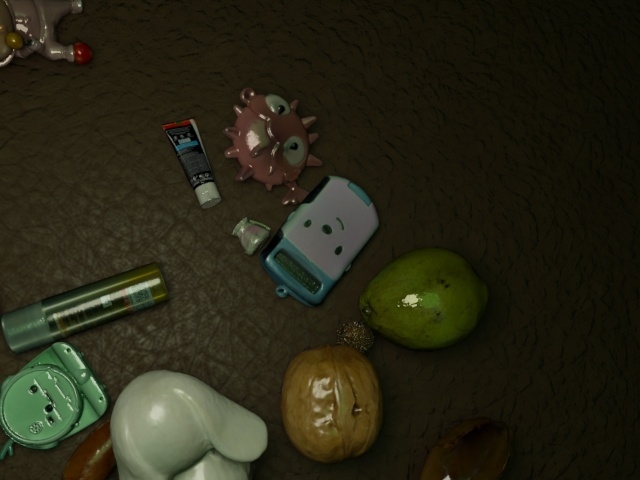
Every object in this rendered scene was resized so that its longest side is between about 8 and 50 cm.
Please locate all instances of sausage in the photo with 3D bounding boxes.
[{"bbox_3d":[-0.329,0.350,1.105,0.302,0.076,0.103,-26,87,-17],"label":"sausage"}]

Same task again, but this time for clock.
[{"bbox_3d":[-0.498,0.296,1.080,0.210,0.066,0.159,-36,89,-17],"label":"clock"}]

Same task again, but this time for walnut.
[{"bbox_3d":[0.294,0.440,1.216,0.245,0.137,0.137,-38,90,-25],"label":"walnut"},{"bbox_3d":[0.022,0.305,1.143,0.195,0.195,0.222,-2,89,-14],"label":"walnut"}]

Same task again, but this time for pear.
[{"bbox_3d":[0.209,0.121,1.215,0.269,0.212,0.213,-4,81,-21],"label":"pear"}]

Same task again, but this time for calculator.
[{"bbox_3d":[0.000,0.000,1.257,0.173,0.051,0.293,42,73,-13],"label":"calculator"}]

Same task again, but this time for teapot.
[{"bbox_3d":[-0.140,-0.015,1.234,0.064,0.064,0.083,41,41,3],"label":"teapot"}]

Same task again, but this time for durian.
[{"bbox_3d":[0.064,0.196,1.227,0.091,0.080,0.080,15,75,-38],"label":"durian"}]

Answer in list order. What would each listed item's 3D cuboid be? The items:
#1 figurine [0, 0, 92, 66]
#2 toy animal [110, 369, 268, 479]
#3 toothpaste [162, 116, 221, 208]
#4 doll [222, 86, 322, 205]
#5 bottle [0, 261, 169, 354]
[{"bbox_3d":[-0.586,-0.412,1.138,0.287,0.186,0.176,-3,106,-31],"label":"figurine"},{"bbox_3d":[-0.236,0.360,1.008,0.289,0.174,0.249,39,80,-23],"label":"toy animal"},{"bbox_3d":[-0.256,-0.163,1.239,0.071,0.045,0.194,-20,79,-25],"label":"toothpaste"},{"bbox_3d":[-0.096,-0.192,1.250,0.211,0.093,0.262,-25,104,-22],"label":"doll"},{"bbox_3d":[-0.430,0.123,1.119,0.286,0.082,0.082,-20,85,-17],"label":"bottle"}]
